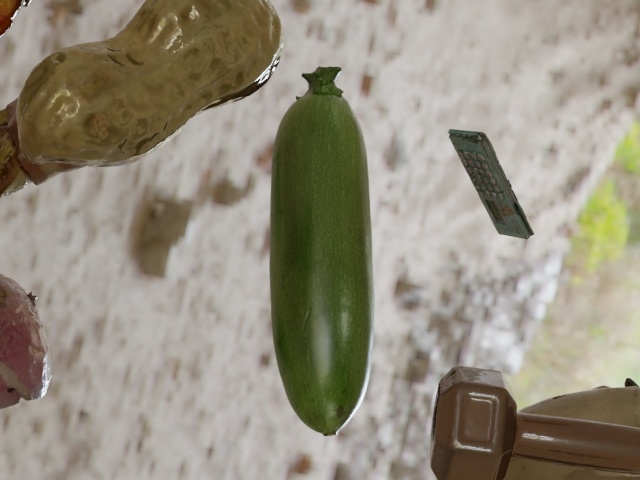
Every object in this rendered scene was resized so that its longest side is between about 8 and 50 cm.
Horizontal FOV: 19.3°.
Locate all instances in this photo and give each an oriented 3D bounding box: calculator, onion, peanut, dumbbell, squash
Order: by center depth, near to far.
[{"bbox_3d":[0.195,0.147,1.355,0.082,0.230,0.092,101,-4,-75],"label":"dumbbell"},{"bbox_3d":[-0.147,-0.150,1.643,0.298,0.120,0.136,-35,139,-36],"label":"peanut"},{"bbox_3d":[0.000,0.000,1.888,0.107,0.107,0.395,79,10,-66],"label":"squash"},{"bbox_3d":[-0.450,0.108,1.948,0.348,0.267,0.159,-22,107,-60],"label":"onion"},{"bbox_3d":[0.202,-0.065,2.214,0.018,0.057,0.172,-52,132,-25],"label":"calculator"}]

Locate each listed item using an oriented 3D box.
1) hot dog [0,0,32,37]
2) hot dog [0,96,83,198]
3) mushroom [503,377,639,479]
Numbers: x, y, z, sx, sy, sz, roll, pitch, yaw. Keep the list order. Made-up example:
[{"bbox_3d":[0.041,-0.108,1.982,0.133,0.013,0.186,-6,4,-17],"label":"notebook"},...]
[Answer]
[{"bbox_3d":[-0.336,-0.236,1.617,0.150,0.153,0.257,37,51,-40],"label":"hot dog"},{"bbox_3d":[-0.290,-0.125,2.046,0.123,0.261,0.093,-112,-179,-62],"label":"hot dog"},{"bbox_3d":[0.273,0.233,1.638,0.362,0.362,0.295,85,9,-58],"label":"mushroom"}]
